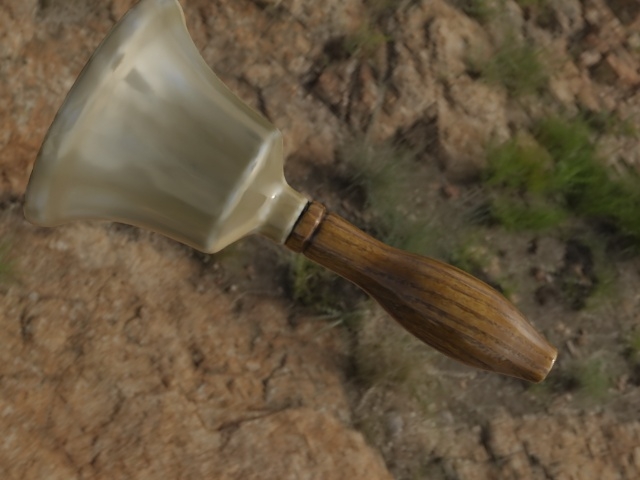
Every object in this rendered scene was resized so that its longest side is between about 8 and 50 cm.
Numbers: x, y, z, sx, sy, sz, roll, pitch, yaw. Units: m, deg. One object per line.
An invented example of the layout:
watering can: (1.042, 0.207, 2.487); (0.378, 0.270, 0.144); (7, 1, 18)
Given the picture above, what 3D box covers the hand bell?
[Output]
hand bell: (0.000, 0.000, 0.541); (0.242, 0.126, 0.126); (31, 56, 0)
